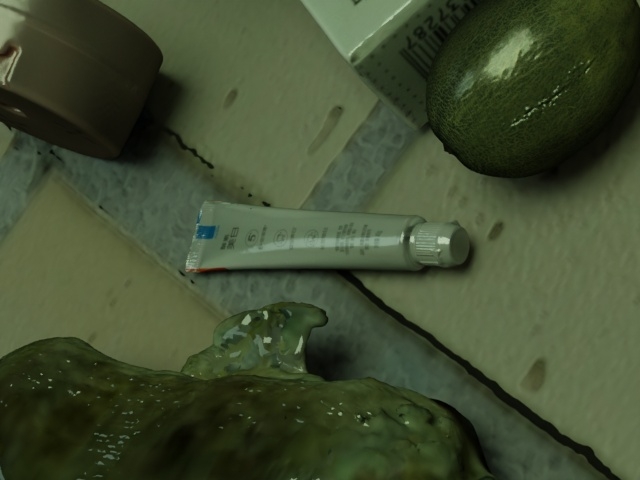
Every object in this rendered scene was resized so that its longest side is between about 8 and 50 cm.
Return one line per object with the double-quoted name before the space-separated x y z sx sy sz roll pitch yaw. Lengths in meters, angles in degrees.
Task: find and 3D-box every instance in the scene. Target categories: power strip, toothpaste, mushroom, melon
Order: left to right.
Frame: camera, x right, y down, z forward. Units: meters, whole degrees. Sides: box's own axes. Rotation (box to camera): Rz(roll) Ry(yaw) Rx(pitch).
"power strip" -0.181 -0.116 1.065 0.154 0.154 0.078 17 80 37
"mushroom" -0.081 0.137 0.890 0.344 0.130 0.247 15 80 36
"toothpaste" 0.000 0.000 0.970 0.190 0.031 0.048 2 72 36
"melon" 0.116 -0.091 0.897 0.130 0.098 0.098 -42 52 8

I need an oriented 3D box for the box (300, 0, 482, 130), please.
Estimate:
"box" 0.114 -0.251 0.977 0.330 0.095 0.210 -42 51 10
